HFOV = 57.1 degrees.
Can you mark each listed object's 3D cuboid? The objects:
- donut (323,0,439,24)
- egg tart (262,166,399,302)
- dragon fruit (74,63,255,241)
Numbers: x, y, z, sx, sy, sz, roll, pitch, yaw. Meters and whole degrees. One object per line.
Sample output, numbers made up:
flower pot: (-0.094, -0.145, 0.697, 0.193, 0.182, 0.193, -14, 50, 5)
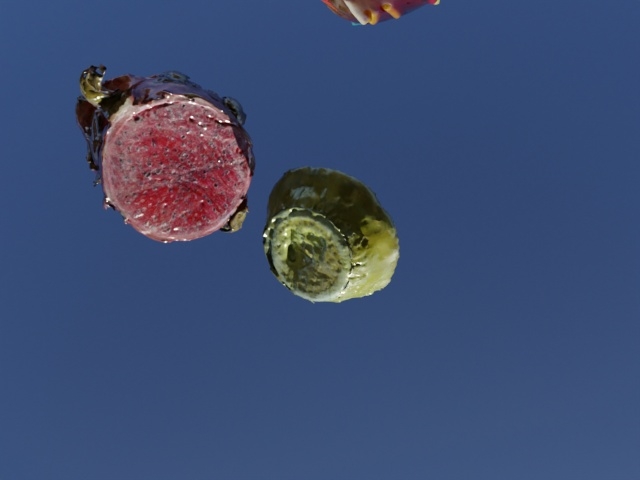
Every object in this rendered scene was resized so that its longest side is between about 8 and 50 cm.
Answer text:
donut: (0.085, -0.205, 0.334, 0.235, 0.235, 0.089, -35, -71, -2)
egg tart: (0.000, 0.000, 0.712, 0.197, 0.078, 0.197, 16, -58, 27)
dragon fruit: (-0.200, -0.127, 0.764, 0.211, 0.147, 0.282, -41, -53, 0)
